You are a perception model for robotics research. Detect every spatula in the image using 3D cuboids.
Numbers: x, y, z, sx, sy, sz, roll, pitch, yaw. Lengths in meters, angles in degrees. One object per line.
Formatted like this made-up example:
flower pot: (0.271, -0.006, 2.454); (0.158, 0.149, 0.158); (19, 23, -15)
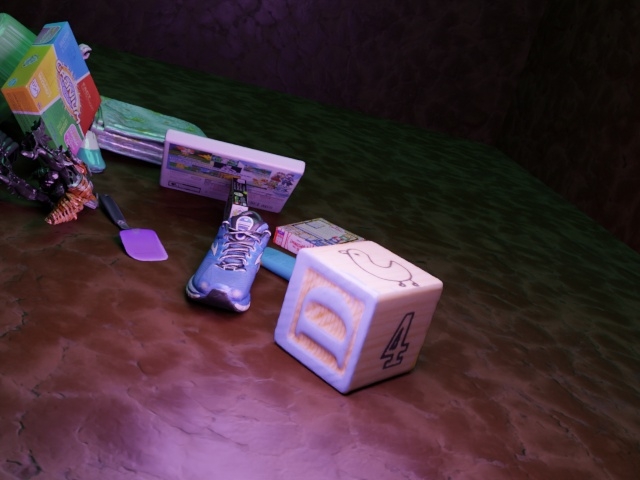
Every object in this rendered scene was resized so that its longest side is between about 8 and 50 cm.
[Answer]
spatula: (-0.422, -0.035, 1.597); (0.084, 0.030, 0.296); (-2, 27, -37)

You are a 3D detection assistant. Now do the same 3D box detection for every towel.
towel: (-0.492, -0.314, 2.177); (0.375, 0.090, 0.320); (15, 20, -25)

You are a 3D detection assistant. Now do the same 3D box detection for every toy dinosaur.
toy dinosaur: (-0.554, -0.129, 1.570); (0.218, 0.164, 0.322); (41, -9, -30)

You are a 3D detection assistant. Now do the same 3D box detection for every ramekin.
ramekin: (-0.851, -0.443, 1.913); (0.148, 0.303, 0.303); (45, -1, -38)

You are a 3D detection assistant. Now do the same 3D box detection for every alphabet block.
alphabet block: (0.066, 0.127, 1.308); (0.192, 0.193, 0.197); (33, 25, 34)

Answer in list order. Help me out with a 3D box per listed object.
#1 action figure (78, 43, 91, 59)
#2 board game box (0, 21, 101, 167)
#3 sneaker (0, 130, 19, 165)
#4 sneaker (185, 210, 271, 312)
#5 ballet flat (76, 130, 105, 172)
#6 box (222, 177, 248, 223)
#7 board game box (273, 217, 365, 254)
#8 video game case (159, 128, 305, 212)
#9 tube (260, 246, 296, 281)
action figure: (-0.834, -0.468, 2.129); (0.370, 0.248, 0.276); (29, 23, 38)
board game box: (-0.652, -0.357, 1.824); (0.064, 0.242, 0.316); (-6, 43, 9)
sneaker: (-0.776, -0.206, 1.675); (0.147, 0.104, 0.296); (48, -26, -22)
sneaker: (-0.175, 0.026, 1.454); (0.130, 0.147, 0.330); (15, 22, -4)
ballet flat: (-0.640, -0.262, 1.958); (0.083, 0.087, 0.247); (0, 26, -43)
box: (-0.201, -0.063, 1.730); (0.036, 0.114, 0.207); (13, 19, -12)
board game box: (0.000, 0.000, 1.822); (0.147, 0.045, 0.193); (27, 22, 28)
video game case: (-0.229, -0.165, 1.840); (0.329, 0.036, 0.300); (13, -19, -11)
tube: (-0.078, 0.055, 1.613); (0.207, 0.052, 0.080); (26, 20, 38)
